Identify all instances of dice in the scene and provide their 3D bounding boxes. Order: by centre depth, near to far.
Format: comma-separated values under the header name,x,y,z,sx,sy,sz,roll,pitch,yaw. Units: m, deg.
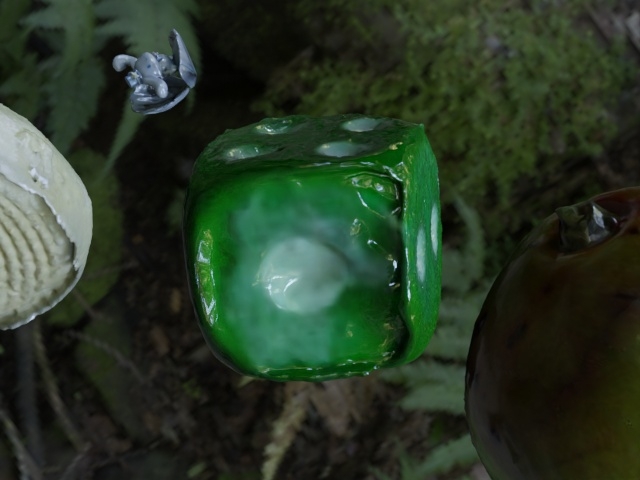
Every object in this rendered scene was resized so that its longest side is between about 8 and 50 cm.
name,x,y,z,sx,sy,sz,roll,pitch,yaw
dice,0.000,0.000,0.850,0.120,0.128,0.131,-59,144,-65

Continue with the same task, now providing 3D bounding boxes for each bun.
name,x,y,z,sx,sy,sz,roll,pitch,yaw
bun,-0.451,-0.060,1.804,0.364,0.364,0.202,31,43,-28

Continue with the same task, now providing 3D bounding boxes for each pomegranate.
name,x,y,z,sx,sy,sz,roll,pitch,yaw
pomegranate,0.147,0.068,0.579,0.205,0.159,0.159,51,37,-8

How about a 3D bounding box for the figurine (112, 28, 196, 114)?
name,x,y,z,sx,sy,sz,roll,pitch,yaw
figurine,-0.186,-0.186,1.693,0.094,0.086,0.082,-111,180,-50
